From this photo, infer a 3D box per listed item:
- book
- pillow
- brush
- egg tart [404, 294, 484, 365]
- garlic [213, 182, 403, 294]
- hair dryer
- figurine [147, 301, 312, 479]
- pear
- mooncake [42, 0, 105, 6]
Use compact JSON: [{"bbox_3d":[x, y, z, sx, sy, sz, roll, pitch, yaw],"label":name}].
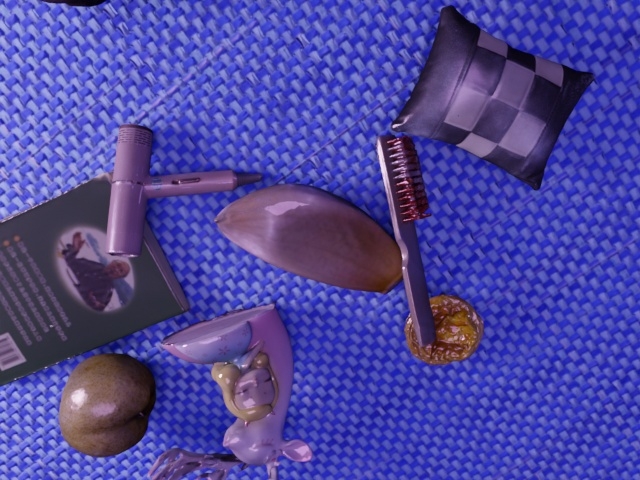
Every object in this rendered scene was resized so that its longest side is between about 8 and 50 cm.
[{"bbox_3d":[-0.436,0.070,0.936,0.371,0.043,0.260,-21,106,8],"label":"book"},{"bbox_3d":[0.247,-0.198,0.821,0.250,0.106,0.186,22,105,-10],"label":"pillow"},{"bbox_3d":[0.144,-0.003,0.861,0.050,0.060,0.321,-10,93,33],"label":"brush"},{"bbox_3d":[0.201,0.147,0.943,0.130,0.052,0.130,0,104,-1],"label":"egg tart"},{"bbox_3d":[0.003,-0.008,0.872,0.318,0.112,0.143,24,114,-13],"label":"garlic"},{"bbox_3d":[-0.203,-0.063,0.873,0.220,0.054,0.195,7,81,-15],"label":"hair dryer"},{"bbox_3d":[-0.159,0.291,0.891,0.206,0.284,0.315,-15,95,49],"label":"figurine"},{"bbox_3d":[-0.340,0.265,0.924,0.137,0.167,0.167,11,105,0],"label":"pear"},{"bbox_3d":[-0.276,-0.492,0.691,0.351,0.212,0.381,-22,103,2],"label":"mooncake"}]
